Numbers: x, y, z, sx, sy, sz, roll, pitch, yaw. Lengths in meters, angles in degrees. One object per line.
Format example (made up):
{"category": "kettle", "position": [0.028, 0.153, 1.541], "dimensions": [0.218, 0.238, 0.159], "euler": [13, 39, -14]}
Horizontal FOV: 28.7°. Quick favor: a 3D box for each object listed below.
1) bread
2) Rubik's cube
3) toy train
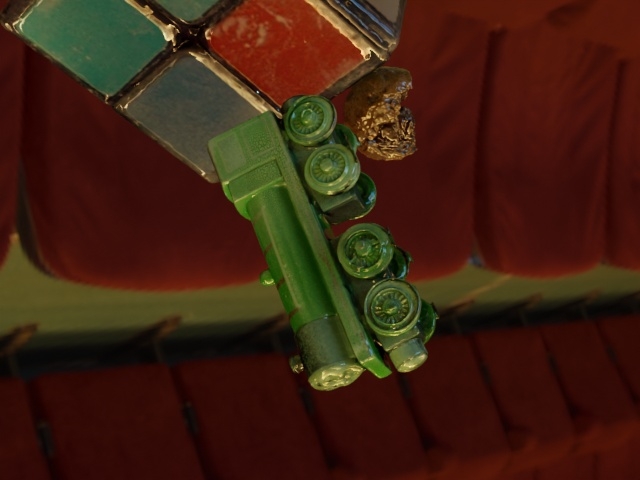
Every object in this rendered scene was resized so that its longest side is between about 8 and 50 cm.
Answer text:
{"category": "bread", "position": [0.067, -0.134, 1.388], "dimensions": [0.082, 0.060, 0.113], "euler": [-12, 132, 0]}
{"category": "Rubik's cube", "position": [-0.106, -0.309, 1.357], "dimensions": [0.316, 0.313, 0.318], "euler": [38, 131, -23]}
{"category": "toy train", "position": [0.000, 0.000, 0.980], "dimensions": [0.119, 0.251, 0.085], "euler": [-26, 154, 9]}
